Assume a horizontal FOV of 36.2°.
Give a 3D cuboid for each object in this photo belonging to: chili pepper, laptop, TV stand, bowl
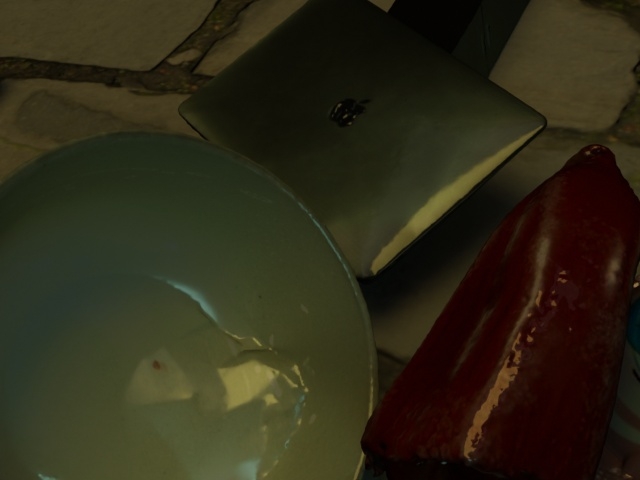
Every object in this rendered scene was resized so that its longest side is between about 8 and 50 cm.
[{"bbox_3d":[0.124,0.042,0.570,0.136,0.144,0.253,17,71,31],"label":"chili pepper"},{"bbox_3d":[0.023,-0.099,0.781,0.187,0.015,0.269,-41,53,-8],"label":"laptop"},{"bbox_3d":[0.113,-0.186,0.900,0.088,0.083,0.270,11,51,25],"label":"TV stand"},{"bbox_3d":[-0.113,0.082,0.596,0.277,0.277,0.145,-51,14,-31],"label":"bowl"}]

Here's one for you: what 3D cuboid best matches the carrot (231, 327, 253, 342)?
[{"bbox_3d":[0.000,0.000,0.755,0.049,0.049,0.254,19,59,32],"label":"carrot"}]

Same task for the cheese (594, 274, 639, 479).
[{"bbox_3d":[0.258,0.056,0.612,0.188,0.074,0.286,21,55,31],"label":"cheese"}]
